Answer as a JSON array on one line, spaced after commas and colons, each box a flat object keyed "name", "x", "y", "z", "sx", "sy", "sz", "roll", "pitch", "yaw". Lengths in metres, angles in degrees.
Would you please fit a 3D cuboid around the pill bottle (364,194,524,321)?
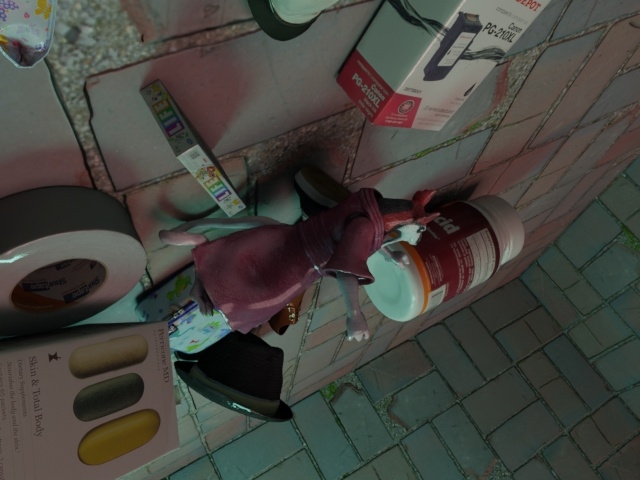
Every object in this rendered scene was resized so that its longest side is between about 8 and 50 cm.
[{"name": "pill bottle", "x": 0.310, "y": 0.029, "z": 1.286, "sx": 0.393, "sy": 0.224, "sz": 0.224, "roll": -22, "pitch": 154, "yaw": -26}]

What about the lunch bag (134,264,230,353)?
[{"name": "lunch bag", "x": -0.229, "y": 0.133, "z": 0.968, "sx": 0.176, "sy": 0.090, "sz": 0.219, "roll": -35, "pitch": 158, "yaw": -4}]

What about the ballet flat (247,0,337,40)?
[{"name": "ballet flat", "x": -0.022, "y": -0.268, "z": 0.442, "sx": 0.095, "sy": 0.096, "sz": 0.280, "roll": -29, "pitch": 157, "yaw": -12}]

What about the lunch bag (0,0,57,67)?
[{"name": "lunch bag", "x": -0.231, "y": -0.180, "z": 0.375, "sx": 0.053, "sy": 0.071, "sz": 0.083, "roll": -15, "pitch": 151, "yaw": -39}]

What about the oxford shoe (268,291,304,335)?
[{"name": "oxford shoe", "x": -0.068, "y": 0.159, "z": 1.241, "sx": 0.076, "sy": 0.076, "sz": 0.212, "roll": -13, "pitch": 148, "yaw": -36}]

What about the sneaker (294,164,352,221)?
[{"name": "sneaker", "x": -0.007, "y": -0.032, "z": 0.917, "sx": 0.153, "sy": 0.099, "sz": 0.282, "roll": -40, "pitch": 159, "yaw": 12}]

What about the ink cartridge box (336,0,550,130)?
[{"name": "ink cartridge box", "x": 0.160, "y": -0.268, "z": 0.670, "sx": 0.172, "sy": 0.100, "sz": 0.237, "roll": -9, "pitch": 147, "yaw": -45}]

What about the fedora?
[{"name": "fedora", "x": -0.178, "y": 0.303, "z": 1.218, "sx": 0.152, "sy": 0.334, "sz": 0.334, "roll": -64, "pitch": 157, "yaw": -7}]

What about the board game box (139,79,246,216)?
[{"name": "board game box", "x": -0.145, "y": -0.102, "z": 0.598, "sx": 0.026, "sy": 0.103, "sz": 0.154, "roll": -33, "pitch": 156, "yaw": -2}]

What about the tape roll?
[{"name": "tape roll", "x": -0.340, "y": 0.031, "z": 0.646, "sx": 0.219, "sy": 0.072, "sz": 0.219, "roll": -28, "pitch": 156, "yaw": -14}]

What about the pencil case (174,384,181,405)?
[{"name": "pencil case", "x": -0.454, "y": 0.296, "z": 0.896, "sx": 0.184, "sy": 0.159, "sz": 0.410, "roll": -26, "pitch": 161, "yaw": 23}]

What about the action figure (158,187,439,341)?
[{"name": "action figure", "x": 0.000, "y": 0.000, "z": 0.776, "sx": 0.370, "sy": 0.275, "sz": 0.248, "roll": -29, "pitch": -171, "yaw": 15}]

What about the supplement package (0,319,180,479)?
[{"name": "supplement package", "x": -0.366, "y": 0.227, "z": 0.693, "sx": 0.198, "sy": 0.199, "sz": 0.263, "roll": -8, "pitch": 177, "yaw": 30}]
